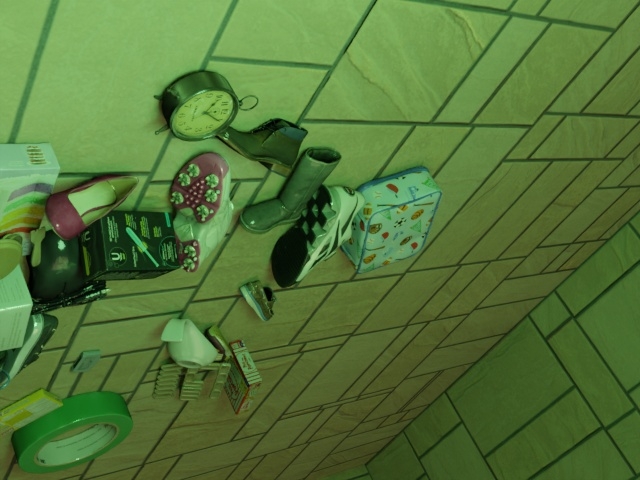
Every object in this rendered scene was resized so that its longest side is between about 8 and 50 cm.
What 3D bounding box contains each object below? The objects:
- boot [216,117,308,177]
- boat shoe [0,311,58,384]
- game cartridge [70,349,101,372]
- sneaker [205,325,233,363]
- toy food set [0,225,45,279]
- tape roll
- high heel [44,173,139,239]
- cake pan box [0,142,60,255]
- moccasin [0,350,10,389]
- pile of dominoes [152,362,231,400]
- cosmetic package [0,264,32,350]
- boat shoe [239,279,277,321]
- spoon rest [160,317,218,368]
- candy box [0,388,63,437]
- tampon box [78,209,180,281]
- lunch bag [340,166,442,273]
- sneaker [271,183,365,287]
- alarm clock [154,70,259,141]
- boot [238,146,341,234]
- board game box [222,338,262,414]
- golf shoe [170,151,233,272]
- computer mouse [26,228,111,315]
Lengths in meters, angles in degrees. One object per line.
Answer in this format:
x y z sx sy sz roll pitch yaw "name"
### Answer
-0.115 -0.207 1.609 0.219 0.082 0.106 23 101 -52 "boot"
-0.653 0.240 1.838 0.076 0.080 0.228 8 128 -47 "boat shoe"
-0.584 0.302 2.069 0.056 0.017 0.083 5 138 -43 "game cartridge"
-0.298 0.298 2.278 0.084 0.069 0.185 -26 151 -6 "sneaker"
-0.581 0.031 1.444 0.192 0.038 0.132 -25 157 -36 "toy food set"
-0.688 0.537 2.307 0.321 0.077 0.321 -22 152 -13 "tape roll"
-0.394 -0.067 1.442 0.117 0.082 0.244 -25 -173 6 "high heel"
-0.597 -0.060 1.382 0.267 0.070 0.245 -5 142 -40 "cake pan box"
-0.711 0.257 1.742 0.117 0.137 0.342 -14 151 -35 "moccasin"
-0.373 0.393 2.378 0.196 0.040 0.251 5 145 -15 "pile of dominoes"
-0.655 0.117 1.534 0.184 0.151 0.151 -8 146 -36 "cosmetic package"
-0.150 0.159 2.182 0.066 0.066 0.183 -31 153 0 "boat shoe"
-0.347 0.266 2.153 0.137 0.084 0.276 4 156 6 "spoon rest"
-0.778 0.450 2.123 0.206 0.027 0.105 -28 155 -2 "candy box"
-0.377 0.011 1.622 0.161 0.120 0.101 1 165 -43 "tampon box"
0.181 -0.048 2.097 0.243 0.115 0.303 -21 151 -21 "lunch bag"
0.000 0.000 1.990 0.146 0.122 0.330 -2 143 -39 "sneaker"
-0.195 -0.239 1.458 0.192 0.064 0.129 -8 146 -31 "alarm clock"
-0.066 -0.110 1.793 0.190 0.076 0.208 -23 163 -44 "boot"
-0.237 0.402 2.426 0.045 0.146 0.193 -14 149 -28 "board game box"
-0.233 -0.074 1.690 0.140 0.115 0.306 -40 163 -45 "golf shoe"
-0.520 0.077 1.681 0.189 0.072 0.272 -16 150 -22 "computer mouse"
